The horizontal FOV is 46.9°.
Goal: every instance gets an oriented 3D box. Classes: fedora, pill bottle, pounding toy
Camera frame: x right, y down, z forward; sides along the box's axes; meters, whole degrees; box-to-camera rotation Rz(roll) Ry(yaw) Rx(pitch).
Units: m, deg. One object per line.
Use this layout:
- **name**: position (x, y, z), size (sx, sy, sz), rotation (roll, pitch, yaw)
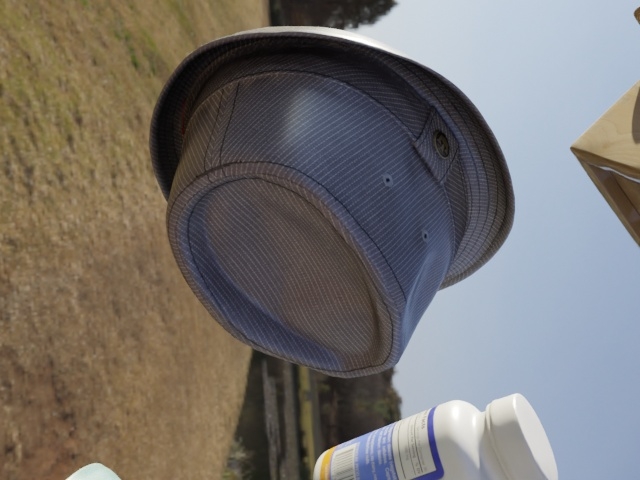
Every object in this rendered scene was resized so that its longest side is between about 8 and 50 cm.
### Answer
- **fedora**: position (0.000, 0.000, 0.488), size (0.275, 0.243, 0.124), rotation (59, 31, -38)
- **pill bottle**: position (0.140, 0.288, 0.904), size (0.152, 0.272, 0.152), rotation (49, 25, -32)
- **pounding toy**: position (0.218, -0.047, 0.412), size (0.130, 0.100, 0.141), rotation (46, 1, -25)

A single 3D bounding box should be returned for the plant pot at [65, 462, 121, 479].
- **plant pot**: position (-0.228, 0.416, 0.777), size (0.293, 0.196, 0.293), rotation (-62, 171, -17)
